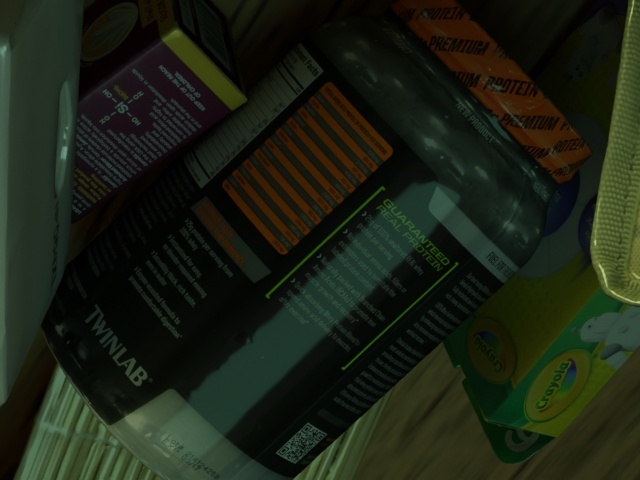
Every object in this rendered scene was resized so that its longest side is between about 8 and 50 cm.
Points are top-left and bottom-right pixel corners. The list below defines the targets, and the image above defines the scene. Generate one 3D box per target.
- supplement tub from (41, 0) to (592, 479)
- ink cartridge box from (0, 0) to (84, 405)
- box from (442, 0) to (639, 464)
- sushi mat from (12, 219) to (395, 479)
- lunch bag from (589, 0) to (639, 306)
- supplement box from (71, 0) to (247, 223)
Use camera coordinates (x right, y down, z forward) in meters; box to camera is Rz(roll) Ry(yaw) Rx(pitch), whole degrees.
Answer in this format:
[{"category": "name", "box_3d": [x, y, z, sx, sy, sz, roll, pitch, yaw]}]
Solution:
[{"category": "supplement tub", "box_3d": [0.000, 0.000, 0.688, 0.190, 0.117, 0.117, -43, 127, 5]}, {"category": "ink cartridge box", "box_3d": [-0.186, -0.041, 0.605, 0.203, 0.086, 0.148, 10, 127, 3]}, {"category": "box", "box_3d": [0.097, -0.006, 0.726, 0.043, 0.105, 0.179, 14, 124, -32]}, {"category": "sushi mat", "box_3d": [-0.074, 0.149, 0.807, 0.151, 0.019, 0.316, 16, 105, -25]}, {"category": "lunch bag", "box_3d": [0.206, -0.102, 0.562, 0.169, 0.287, 0.235, 6, 176, 33]}, {"category": "supplement box", "box_3d": [-0.073, -0.055, 0.678, 0.083, 0.055, 0.043, -35, 127, 15]}]
